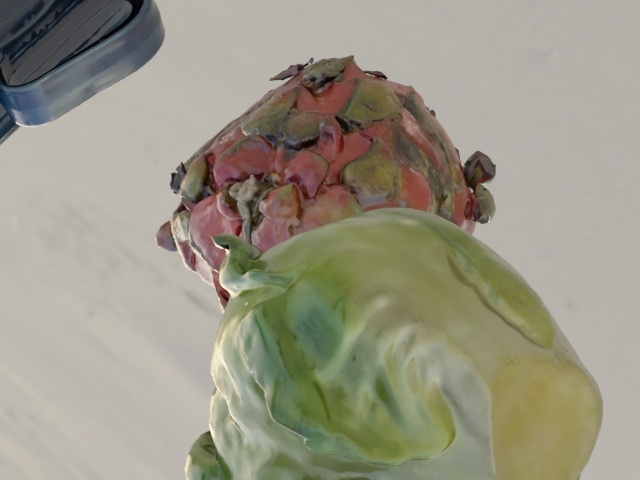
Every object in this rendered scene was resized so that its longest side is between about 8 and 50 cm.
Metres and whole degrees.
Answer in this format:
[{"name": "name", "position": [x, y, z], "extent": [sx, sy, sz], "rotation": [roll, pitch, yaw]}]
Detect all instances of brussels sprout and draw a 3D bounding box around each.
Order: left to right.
[{"name": "brussels sprout", "position": [0.034, 0.111, 1.258], "extent": [0.294, 0.227, 0.259], "rotation": [3, 105, 37]}]

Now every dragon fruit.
[{"name": "dragon fruit", "position": [0.000, 0.000, 1.818], "extent": [0.296, 0.314, 0.263], "rotation": [45, -164, -11]}]

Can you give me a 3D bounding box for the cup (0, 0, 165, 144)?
[{"name": "cup", "position": [-0.147, -0.097, 0.847], "extent": [0.150, 0.138, 0.113], "rotation": [39, 155, 11]}]
